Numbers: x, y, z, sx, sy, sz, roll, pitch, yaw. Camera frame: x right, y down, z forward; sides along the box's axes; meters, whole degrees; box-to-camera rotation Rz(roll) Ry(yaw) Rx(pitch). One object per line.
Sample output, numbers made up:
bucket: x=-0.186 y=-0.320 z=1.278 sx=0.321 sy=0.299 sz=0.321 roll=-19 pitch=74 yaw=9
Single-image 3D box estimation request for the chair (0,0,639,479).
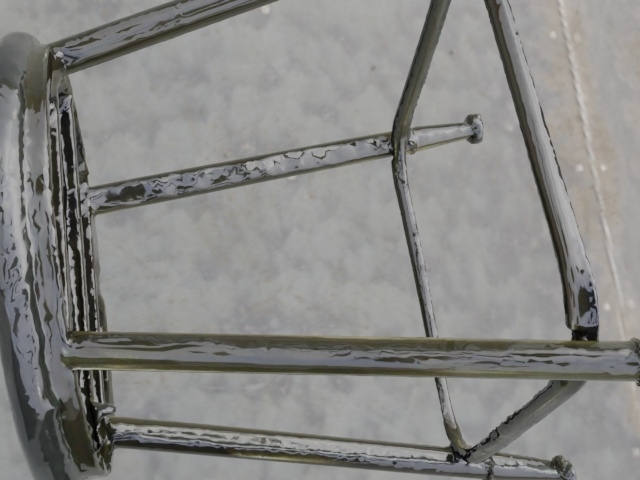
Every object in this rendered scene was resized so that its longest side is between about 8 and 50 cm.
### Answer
chair: x=0.000 y=0.000 z=0.632 sx=0.411 sy=0.362 sz=0.364 roll=-7 pitch=68 yaw=-9
